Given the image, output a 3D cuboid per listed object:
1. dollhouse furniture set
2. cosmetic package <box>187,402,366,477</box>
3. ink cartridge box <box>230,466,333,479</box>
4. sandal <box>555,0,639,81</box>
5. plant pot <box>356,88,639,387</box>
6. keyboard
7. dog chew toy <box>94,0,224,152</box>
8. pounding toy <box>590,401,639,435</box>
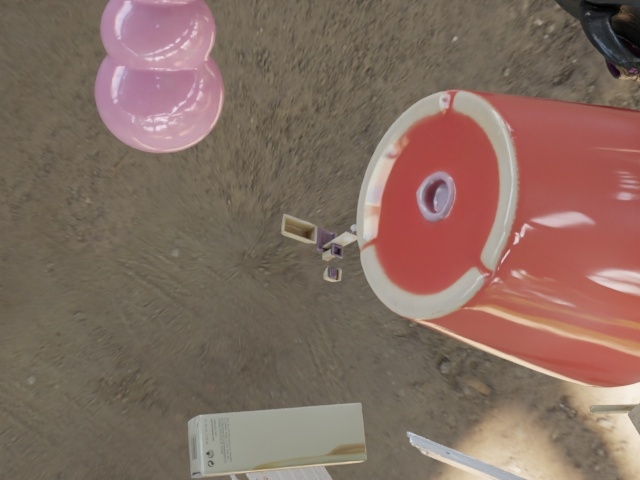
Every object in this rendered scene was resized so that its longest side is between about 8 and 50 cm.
[{"bbox_3d":[0.000,0.000,1.482,0.114,0.081,0.091,20,59,-31],"label":"dollhouse furniture set"},{"bbox_3d":[-0.031,0.139,0.669,0.115,0.060,0.041,-2,75,-15],"label":"cosmetic package"},{"bbox_3d":[-0.077,0.396,1.579,0.056,0.224,0.181,-54,53,24],"label":"ink cartridge box"},{"bbox_3d":[0.490,-0.343,1.609,0.107,0.446,0.167,-44,125,7],"label":"sandal"},{"bbox_3d":[0.184,-0.012,0.855,0.243,0.275,0.275,12,87,-35],"label":"plant pot"},{"bbox_3d":[0.214,0.264,1.039,0.256,0.072,0.014,17,75,29],"label":"keyboard"},{"bbox_3d":[-0.253,-0.310,1.502,0.206,0.206,0.332,1,119,-5],"label":"dog chew toy"},{"bbox_3d":[0.416,0.199,1.102,0.130,0.100,0.141,19,122,-30],"label":"pounding toy"}]
